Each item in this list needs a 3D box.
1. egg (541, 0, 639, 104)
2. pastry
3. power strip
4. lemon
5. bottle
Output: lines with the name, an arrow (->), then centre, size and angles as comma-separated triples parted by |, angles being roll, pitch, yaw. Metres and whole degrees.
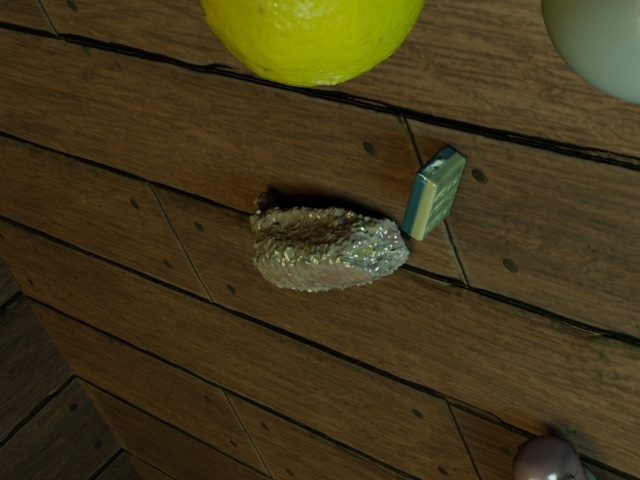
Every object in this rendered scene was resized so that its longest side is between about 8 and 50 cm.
egg -> 0.266, -0.186, 0.956 | 0.176, 0.176, 0.232 | 53, 150, -16
pastry -> -0.009, 0.010, 1.722 | 0.265, 0.112, 0.103 | 12, 150, 50
power strip -> 0.126, -0.052, 1.492 | 0.032, 0.056, 0.123 | 39, 153, 17
lemon -> -0.008, -0.263, 1.185 | 0.236, 0.236, 0.263 | 45, 156, 2
bottle -> 0.315, 0.349, 1.737 | 0.110, 0.110, 0.233 | 17, 142, 45
